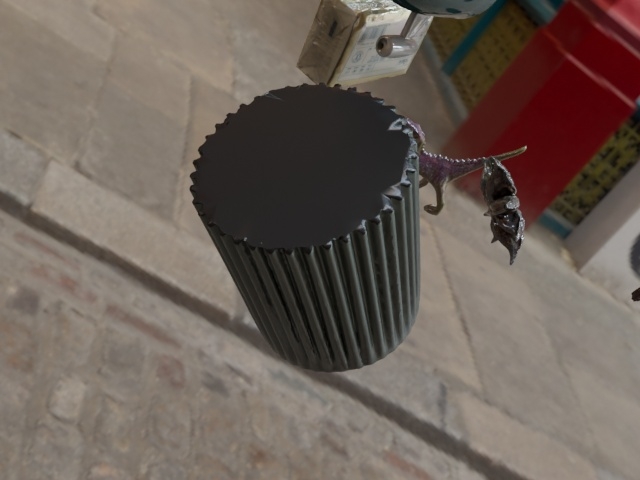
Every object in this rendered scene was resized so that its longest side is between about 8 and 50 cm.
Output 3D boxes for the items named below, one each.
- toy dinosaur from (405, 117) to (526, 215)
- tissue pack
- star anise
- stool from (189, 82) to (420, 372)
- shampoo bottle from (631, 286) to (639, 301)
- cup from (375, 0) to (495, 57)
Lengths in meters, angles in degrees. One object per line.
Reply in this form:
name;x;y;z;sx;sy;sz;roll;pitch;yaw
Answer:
toy dinosaur;0.254;-0.145;2.068;0.251;0.200;0.072;24;43;6
tissue pack;0.074;-0.322;1.611;0.196;0.148;0.092;-17;55;-42
star anise;0.343;-0.068;1.936;0.180;0.061;0.204;76;1;-62
stool;0.000;0.000;1.438;0.297;0.297;0.330;57;-12;38
shampoo bottle;0.651;0.147;1.926;0.236;0.068;0.067;44;8;-41
cup;0.146;-0.390;1.426;0.173;0.299;0.167;-10;40;-47
